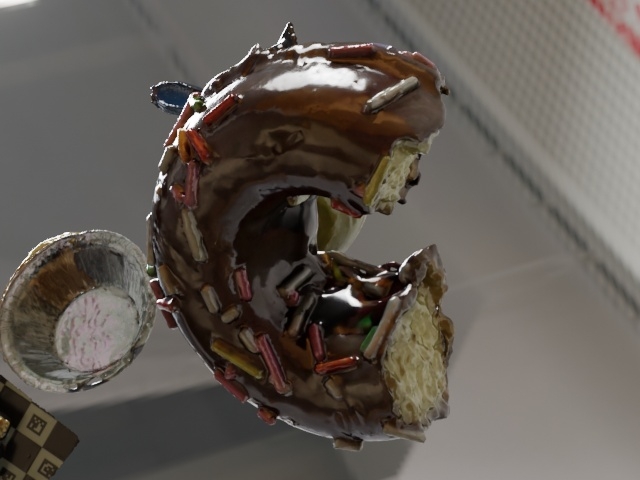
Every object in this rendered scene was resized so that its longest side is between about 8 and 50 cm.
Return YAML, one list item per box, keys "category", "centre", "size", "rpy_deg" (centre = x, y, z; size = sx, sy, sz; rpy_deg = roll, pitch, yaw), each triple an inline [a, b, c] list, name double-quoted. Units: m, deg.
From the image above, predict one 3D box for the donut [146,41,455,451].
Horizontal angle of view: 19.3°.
- category: "donut"
  centre: [-0.022, 0.001, 1.516]
  size: [0.259, 0.136, 0.345]
  rpy_deg: [10, -61, 19]

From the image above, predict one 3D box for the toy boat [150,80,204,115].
- category: "toy boat"
  centre: [-0.135, -0.135, 1.822]
  size: [0.083, 0.038, 0.038]
  rpy_deg: [20, -55, 44]

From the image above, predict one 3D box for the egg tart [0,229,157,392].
- category: "egg tart"
  centre: [-0.309, 0.099, 2.442]
  size: [0.094, 0.234, 0.234]
  rpy_deg: [37, -43, 51]

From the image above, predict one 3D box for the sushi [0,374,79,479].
- category: "sushi"
  centre: [-0.458, 0.290, 2.487]
  size: [0.192, 0.215, 0.050]
  rpy_deg: [38, 12, 7]

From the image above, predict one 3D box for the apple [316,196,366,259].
- category: "apple"
  centre: [-0.045, -0.044, 1.931]
  size: [0.157, 0.196, 0.196]
  rpy_deg: [-121, -155, -54]

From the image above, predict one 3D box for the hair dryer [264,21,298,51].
- category: "hair dryer"
  centre: [-0.054, -0.145, 2.568]
  size: [0.195, 0.078, 0.248]
  rpy_deg: [120, -33, -49]
